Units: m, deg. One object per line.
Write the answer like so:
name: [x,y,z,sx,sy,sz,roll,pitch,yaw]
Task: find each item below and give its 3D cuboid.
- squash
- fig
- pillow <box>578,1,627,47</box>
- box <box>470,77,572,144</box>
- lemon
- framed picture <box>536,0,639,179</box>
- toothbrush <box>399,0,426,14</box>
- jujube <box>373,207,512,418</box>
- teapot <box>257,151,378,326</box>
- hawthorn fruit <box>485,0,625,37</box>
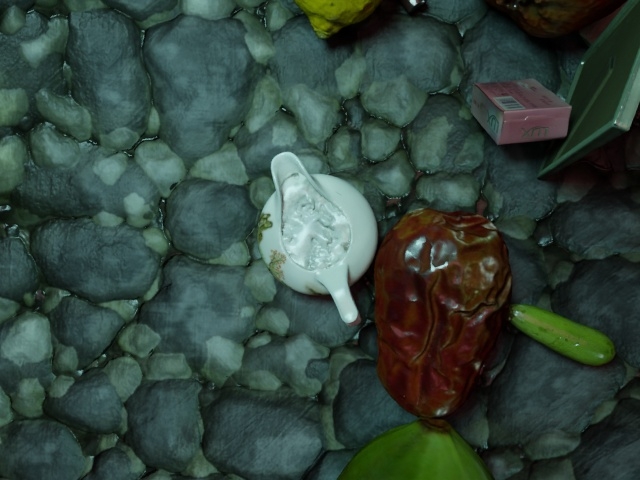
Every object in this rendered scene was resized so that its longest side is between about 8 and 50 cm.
squash: [0.417,0.162,0.792,0.201,0.066,0.066,23,91,1]
fig: [0.148,0.423,0.682,0.316,0.316,0.316,0,91,1]
pillow: [0.583,-0.388,0.795,0.230,0.050,0.148,-44,94,-2]
box: [0.326,-0.217,0.751,0.111,0.156,0.060,-5,128,2]
lemon: [0.032,-0.460,0.729,0.188,0.188,0.256,12,108,0]
framed picture: [0.408,-0.228,0.663,0.020,0.324,0.240,20,90,12]
toothbrush: [0.071,-0.559,0.803,0.041,0.041,0.364,-35,90,1]
jujube: [0.182,0.120,0.740,0.216,0.216,0.342,5,103,1]
teapot: [0.000,0.000,0.758,0.204,0.139,0.298,-29,88,0]
hawthorn fruit: [0.394,-0.496,0.682,0.287,0.287,0.330,37,95,0]
